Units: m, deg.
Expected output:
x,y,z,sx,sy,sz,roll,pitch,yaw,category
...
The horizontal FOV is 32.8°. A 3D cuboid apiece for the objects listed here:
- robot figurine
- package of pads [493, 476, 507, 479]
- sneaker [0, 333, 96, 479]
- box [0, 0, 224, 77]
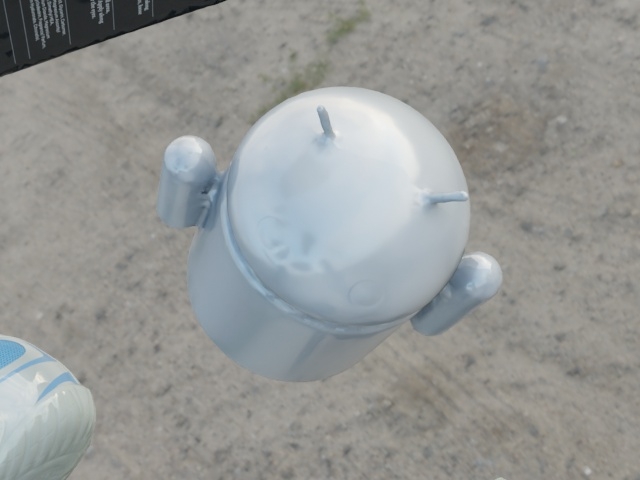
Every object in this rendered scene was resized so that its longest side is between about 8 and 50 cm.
x,y,z,sx,sy,sz,roll,pitch,yaw,category
0.000,0.000,0.929,0.353,0.300,0.199,130,157,-62,robot figurine
0.126,0.416,1.238,0.101,0.229,0.296,42,102,13,package of pads
-0.196,0.141,0.467,0.086,0.085,0.237,27,65,26,sneaker
-0.119,-0.224,0.555,0.184,0.261,0.103,-21,64,-19,box
